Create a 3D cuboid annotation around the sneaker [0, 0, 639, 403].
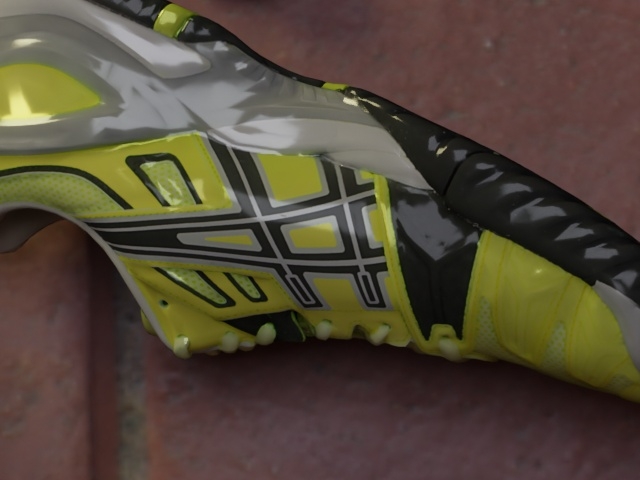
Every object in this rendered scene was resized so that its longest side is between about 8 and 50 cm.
[{"bbox_3d":[0.000,0.000,0.836,0.384,0.145,0.147,24,92,15],"label":"sneaker"}]
